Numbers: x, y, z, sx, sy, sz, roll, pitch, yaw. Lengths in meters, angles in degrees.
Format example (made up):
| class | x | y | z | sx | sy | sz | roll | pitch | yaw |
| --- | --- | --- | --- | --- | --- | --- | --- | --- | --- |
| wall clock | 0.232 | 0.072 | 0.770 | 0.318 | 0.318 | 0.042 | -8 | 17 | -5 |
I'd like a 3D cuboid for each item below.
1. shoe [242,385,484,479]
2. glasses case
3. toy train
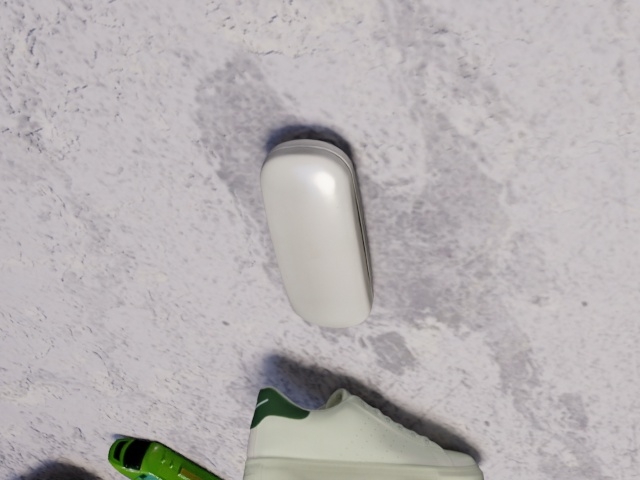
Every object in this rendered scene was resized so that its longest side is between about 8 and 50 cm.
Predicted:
| class | x | y | z | sx | sy | sz | roll | pitch | yaw |
| --- | --- | --- | --- | --- | --- | --- | --- | --- | --- |
| shoe | 0.049 | 0.203 | 0.912 | 0.265 | 0.110 | 0.095 | 7 | 157 | -27 |
| glasses case | 0.000 | 0.000 | 0.760 | 0.076 | 0.049 | 0.197 | 1 | 132 | 15 |
| toy train | -0.156 | 0.294 | 1.084 | 0.209 | 0.044 | 0.042 | 36 | 132 | -18 |
